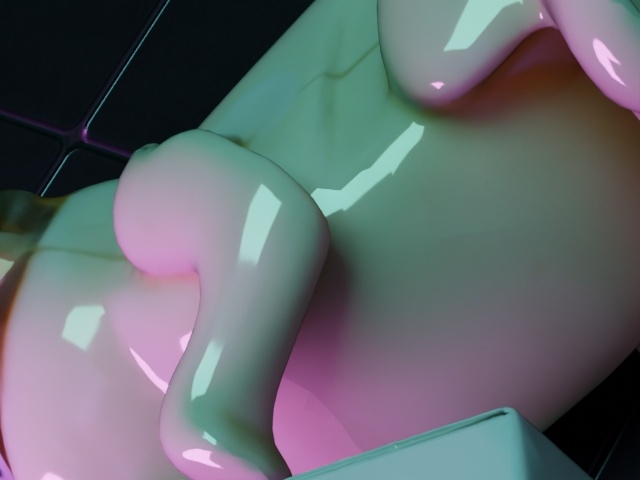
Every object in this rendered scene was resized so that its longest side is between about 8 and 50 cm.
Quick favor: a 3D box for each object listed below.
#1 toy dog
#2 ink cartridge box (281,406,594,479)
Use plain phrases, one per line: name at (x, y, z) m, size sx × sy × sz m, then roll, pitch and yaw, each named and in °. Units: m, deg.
toy dog at (0.000, 0.000, 0.855) m, size 0.408 × 0.284 × 0.395 m, roll -34°, pitch 44°, yaw 17°
ink cartridge box at (0.089, 0.212, 0.623) m, size 0.117 × 0.278 × 0.201 m, roll -23°, pitch 48°, yaw 26°
